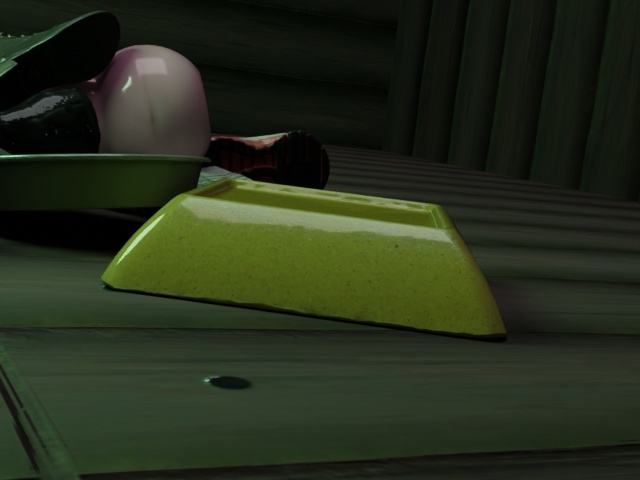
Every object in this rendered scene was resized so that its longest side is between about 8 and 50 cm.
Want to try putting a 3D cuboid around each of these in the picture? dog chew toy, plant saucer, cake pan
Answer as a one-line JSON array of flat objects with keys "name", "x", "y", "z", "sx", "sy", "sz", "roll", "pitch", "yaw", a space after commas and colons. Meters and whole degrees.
[{"name": "dog chew toy", "x": -0.333, "y": -0.170, "z": 1.478, "sx": 0.332, "sy": 0.206, "sz": 0.206, "roll": -11, "pitch": 11, "yaw": -8}, {"name": "plant saucer", "x": 0.000, "y": 0.000, "z": 0.949, "sx": 0.333, "sy": 0.080, "sz": 0.333, "roll": 8, "pitch": 8, "yaw": 3}, {"name": "cake pan", "x": -0.263, "y": -0.060, "z": 1.074, "sx": 0.293, "sy": 0.054, "sz": 0.293, "roll": -2, "pitch": 2, "yaw": 0}]

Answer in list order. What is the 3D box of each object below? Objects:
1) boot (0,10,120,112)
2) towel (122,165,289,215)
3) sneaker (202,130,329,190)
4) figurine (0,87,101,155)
[{"name": "boot", "x": -0.437, "y": -0.272, "z": 1.394, "sx": 0.229, "sy": 0.091, "sz": 0.263, "roll": 29, "pitch": 52, "yaw": 34}, {"name": "towel", "x": -0.095, "y": -0.055, "z": 1.348, "sx": 0.312, "sy": 0.056, "sz": 0.324, "roll": 12, "pitch": 8, "yaw": 32}, {"name": "sneaker", "x": -0.122, "y": -0.137, "z": 1.705, "sx": 0.314, "sy": 0.115, "sz": 0.136, "roll": 0, "pitch": 9, "yaw": -41}, {"name": "figurine", "x": -0.413, "y": -0.114, "z": 1.211, "sx": 0.215, "sy": 0.092, "sz": 0.209, "roll": -19, "pitch": -6, "yaw": 40}]
